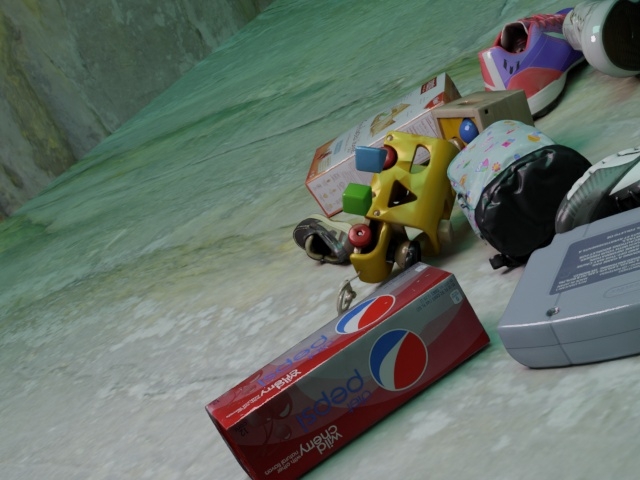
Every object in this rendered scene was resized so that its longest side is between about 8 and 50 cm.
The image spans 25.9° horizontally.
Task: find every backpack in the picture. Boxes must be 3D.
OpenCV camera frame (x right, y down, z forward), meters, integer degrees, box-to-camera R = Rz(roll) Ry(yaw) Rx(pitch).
[{"bbox_3d":[0.214,-0.061,1.517,0.152,0.115,0.182,-32,14,0],"label":"backpack"}]

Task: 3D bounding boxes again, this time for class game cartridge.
[{"bbox_3d":[0.307,0.024,1.228,0.294,0.060,0.196,-19,16,33],"label":"game cartridge"}]

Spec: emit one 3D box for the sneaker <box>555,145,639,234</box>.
[{"bbox_3d":[0.339,-0.057,1.359,0.234,0.078,0.106,-27,14,2],"label":"sneaker"}]

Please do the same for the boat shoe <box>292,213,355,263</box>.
[{"bbox_3d":[0.000,0.000,1.796,0.049,0.056,0.152,-32,16,-25],"label":"boat shoe"}]

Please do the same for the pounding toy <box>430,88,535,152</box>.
[{"bbox_3d":[0.188,-0.105,1.694,0.100,0.130,0.141,-23,13,-22],"label":"pounding toy"}]

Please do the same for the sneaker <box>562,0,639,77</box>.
[{"bbox_3d":[0.377,-0.270,1.872,0.123,0.106,0.290,-14,11,29],"label":"sneaker"}]

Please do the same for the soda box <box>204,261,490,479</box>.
[{"bbox_3d":[0.026,0.129,1.334,0.263,0.083,0.092,-34,16,-11],"label":"soda box"}]

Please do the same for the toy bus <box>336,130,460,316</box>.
[{"bbox_3d":[0.102,-0.023,1.599,0.104,0.202,0.191,11,25,18],"label":"toy bus"}]

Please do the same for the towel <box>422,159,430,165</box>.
[{"bbox_3d":[0.177,-0.135,1.972,0.083,0.009,0.060,-28,17,8],"label":"towel"}]

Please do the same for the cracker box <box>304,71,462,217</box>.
[{"bbox_3d":[0.096,-0.139,1.993,0.232,0.067,0.156,-30,16,16],"label":"cracker box"}]

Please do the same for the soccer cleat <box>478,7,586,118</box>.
[{"bbox_3d":[0.311,-0.279,1.977,0.108,0.116,0.318,-17,21,37],"label":"soccer cleat"}]
